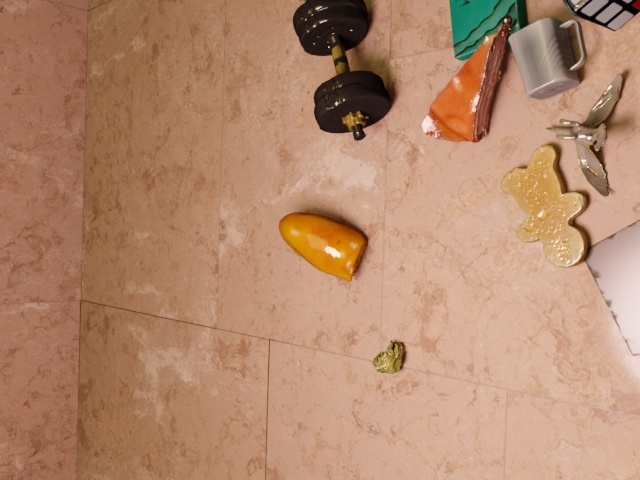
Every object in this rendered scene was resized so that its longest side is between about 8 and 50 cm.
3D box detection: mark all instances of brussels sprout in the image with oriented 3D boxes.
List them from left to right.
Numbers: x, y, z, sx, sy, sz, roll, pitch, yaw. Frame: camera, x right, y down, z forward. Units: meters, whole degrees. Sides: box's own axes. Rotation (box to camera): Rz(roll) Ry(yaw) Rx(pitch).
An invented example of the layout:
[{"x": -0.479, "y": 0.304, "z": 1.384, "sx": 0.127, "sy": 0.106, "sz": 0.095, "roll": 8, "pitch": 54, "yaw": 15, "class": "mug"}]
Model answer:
[{"x": 0.162, "y": 0.270, "z": 1.662, "sx": 0.085, "sy": 0.058, "sz": 0.085, "roll": -160, "pitch": 90, "yaw": -76, "class": "brussels sprout"}]

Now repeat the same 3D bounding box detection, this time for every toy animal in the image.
[{"x": 0.467, "y": -0.202, "z": 1.315, "sx": 0.155, "sy": 0.095, "sz": 0.219, "roll": 19, "pitch": 103, "yaw": 41, "class": "toy animal"}]

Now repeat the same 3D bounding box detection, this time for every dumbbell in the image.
[{"x": 0.048, "y": -0.416, "z": 1.698, "sx": 0.185, "sy": 0.185, "sz": 0.388, "roll": -27, "pitch": 70, "yaw": 43, "class": "dumbbell"}]

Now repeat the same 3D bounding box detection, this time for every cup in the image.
[{"x": 0.435, "y": -0.348, "z": 1.353, "sx": 0.128, "sy": 0.095, "sz": 0.129, "roll": -21, "pitch": 77, "yaw": 42, "class": "cup"}]

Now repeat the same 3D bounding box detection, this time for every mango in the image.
[{"x": 0.000, "y": 0.000, "z": 1.776, "sx": 0.252, "sy": 0.154, "sz": 0.126, "roll": 28, "pitch": 102, "yaw": 29, "class": "mango"}]

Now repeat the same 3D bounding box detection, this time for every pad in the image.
[{"x": 0.564, "y": 0.082, "z": 1.273, "sx": 0.143, "sy": 0.003, "sz": 0.211, "roll": -37, "pitch": 64, "yaw": 40, "class": "pad"}]

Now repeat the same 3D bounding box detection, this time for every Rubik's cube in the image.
[{"x": 0.495, "y": -0.482, "z": 1.240, "sx": 0.163, "sy": 0.162, "sz": 0.160, "roll": -40, "pitch": 62, "yaw": 37, "class": "Rubik's cube"}]

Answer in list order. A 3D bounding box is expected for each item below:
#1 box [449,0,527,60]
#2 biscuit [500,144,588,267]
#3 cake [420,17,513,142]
[{"x": 0.340, "y": -0.504, "z": 1.491, "sx": 0.161, "sy": 0.042, "sz": 0.226, "roll": -10, "pitch": 82, "yaw": 47, "class": "box"}, {"x": 0.438, "y": -0.055, "z": 1.388, "sx": 0.153, "sy": 0.030, "sz": 0.234, "roll": -41, "pitch": 61, "yaw": 39, "class": "biscuit"}, {"x": 0.316, "y": -0.309, "z": 1.452, "sx": 0.135, "sy": 0.098, "sz": 0.287, "roll": 46, "pitch": 135, "yaw": 21, "class": "cake"}]
